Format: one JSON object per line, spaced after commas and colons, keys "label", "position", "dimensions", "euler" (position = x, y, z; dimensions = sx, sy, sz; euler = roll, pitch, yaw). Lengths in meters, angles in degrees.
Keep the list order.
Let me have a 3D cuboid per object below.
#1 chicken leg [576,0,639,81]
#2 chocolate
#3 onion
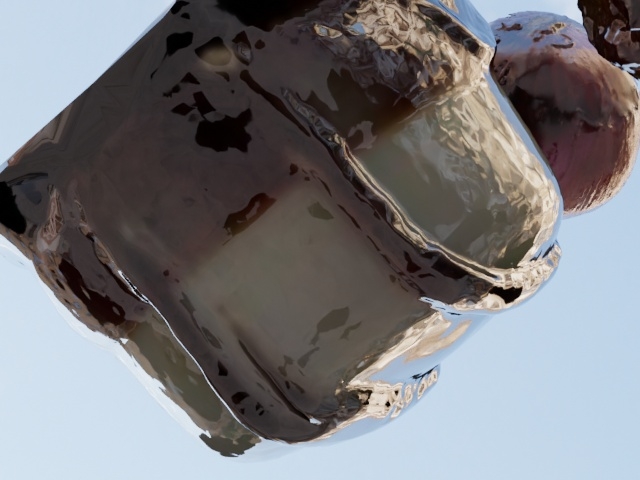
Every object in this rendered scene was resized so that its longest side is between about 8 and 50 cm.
{"label": "chicken leg", "position": [0.183, -0.188, 0.739], "dimensions": [0.177, 0.083, 0.322], "euler": [1, -53, -9]}
{"label": "chocolate", "position": [0.000, 0.000, 0.995], "dimensions": [0.283, 0.283, 0.186], "euler": [-39, -110, 16]}
{"label": "onion", "position": [0.129, -0.074, 1.183], "dimensions": [0.131, 0.131, 0.131], "euler": [0, -66, 0]}
